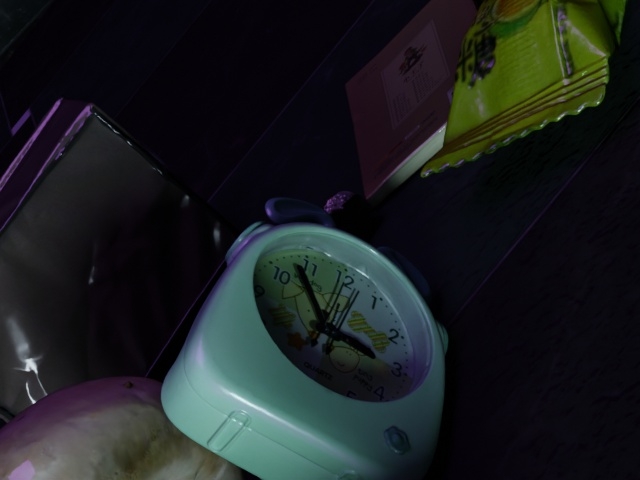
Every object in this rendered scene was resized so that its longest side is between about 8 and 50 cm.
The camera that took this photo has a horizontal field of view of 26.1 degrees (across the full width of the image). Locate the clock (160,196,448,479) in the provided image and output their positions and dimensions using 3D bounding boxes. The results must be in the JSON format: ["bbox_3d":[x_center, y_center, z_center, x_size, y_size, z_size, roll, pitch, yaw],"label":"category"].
[{"bbox_3d":[0.002,0.058,0.786,0.060,0.148,0.188,-52,11,40],"label":"clock"}]

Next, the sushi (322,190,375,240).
[{"bbox_3d":[0.000,0.000,0.989,0.083,0.044,0.046,-54,24,-10],"label":"sushi"}]

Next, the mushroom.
[{"bbox_3d":[-0.096,0.186,0.746,0.215,0.207,0.207,21,71,34],"label":"mushroom"}]

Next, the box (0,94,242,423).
[{"bbox_3d":[-0.208,0.033,1.148,0.252,0.188,0.153,-53,23,-9],"label":"box"}]

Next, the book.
[{"bbox_3d":[0.076,-0.119,1.057,0.138,0.016,0.199,-42,25,21],"label":"book"}]

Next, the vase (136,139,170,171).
[{"bbox_3d":[-0.247,-0.002,1.392,0.219,0.096,0.096,-42,25,27],"label":"vase"}]

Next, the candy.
[{"bbox_3d":[0.151,-0.149,0.901,0.149,0.069,0.246,-29,31,46],"label":"candy"}]
